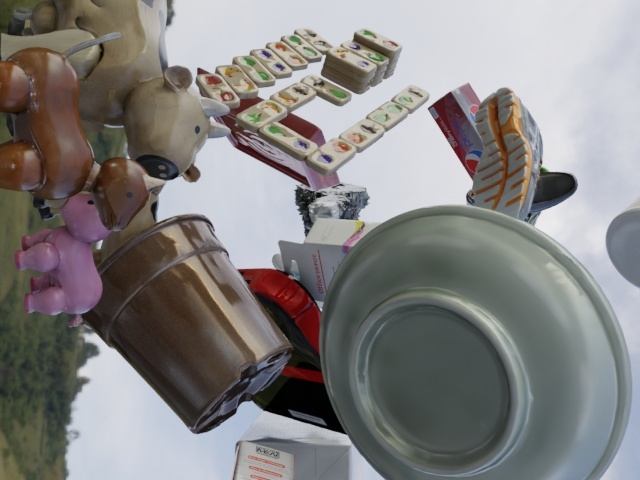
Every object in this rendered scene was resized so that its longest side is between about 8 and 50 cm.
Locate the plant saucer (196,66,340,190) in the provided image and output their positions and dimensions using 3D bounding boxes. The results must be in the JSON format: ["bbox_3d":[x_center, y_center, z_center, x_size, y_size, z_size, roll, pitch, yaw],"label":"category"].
[{"bbox_3d":[-0.098,-0.188,1.186,0.258,0.259,0.048,29,-99,16],"label":"plant saucer"}]

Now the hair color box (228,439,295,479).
[{"bbox_3d":[-0.069,0.289,0.713,0.141,0.071,0.043,-89,-162,-71],"label":"hair color box"}]

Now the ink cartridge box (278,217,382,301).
[{"bbox_3d":[0.047,0.033,0.931,0.067,0.198,0.115,-61,150,-47],"label":"ink cartridge box"}]

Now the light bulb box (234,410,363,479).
[{"bbox_3d":[-0.030,0.543,1.336,0.361,0.225,0.358,12,79,-83],"label":"light bulb box"}]

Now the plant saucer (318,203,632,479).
[{"bbox_3d":[0.146,0.159,0.766,0.400,0.100,0.401,5,-81,33],"label":"plant saucer"}]

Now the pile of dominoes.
[{"bbox_3d":[-0.002,-0.179,0.702,0.195,0.251,0.040,31,-47,16],"label":"pile of dominoes"}]

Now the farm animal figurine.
[{"bbox_3d":[-0.167,-0.106,0.528,0.330,0.172,0.327,132,-50,-71],"label":"farm animal figurine"}]

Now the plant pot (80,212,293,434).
[{"bbox_3d":[-0.125,0.088,0.638,0.165,0.167,0.167,46,-55,18],"label":"plant pot"}]

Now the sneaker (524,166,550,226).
[{"bbox_3d":[0.481,-0.060,1.612,0.344,0.134,0.146,-60,168,-31],"label":"sneaker"}]

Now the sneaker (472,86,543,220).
[{"bbox_3d":[0.252,-0.103,0.828,0.084,0.083,0.215,-26,-137,44],"label":"sneaker"}]

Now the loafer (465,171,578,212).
[{"bbox_3d":[0.309,-0.073,0.990,0.169,0.061,0.062,-14,-101,17],"label":"loafer"}]

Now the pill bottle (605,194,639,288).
[{"bbox_3d":[0.583,-0.041,1.005,0.153,0.264,0.153,39,-32,30],"label":"pill bottle"}]

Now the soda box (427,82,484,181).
[{"bbox_3d":[0.370,-0.234,1.520,0.083,0.092,0.263,-31,-90,48],"label":"soda box"}]

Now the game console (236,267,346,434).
[{"bbox_3d":[-0.081,0.192,1.106,0.386,0.342,0.060,-4,-144,53],"label":"game console"}]

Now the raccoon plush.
[{"bbox_3d":[0.000,0.000,1.850,0.215,0.446,0.300,8,-75,17],"label":"raccoon plush"}]

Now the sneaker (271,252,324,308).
[{"bbox_3d":[-0.039,0.097,1.778,0.228,0.087,0.092,37,-86,25],"label":"sneaker"}]
